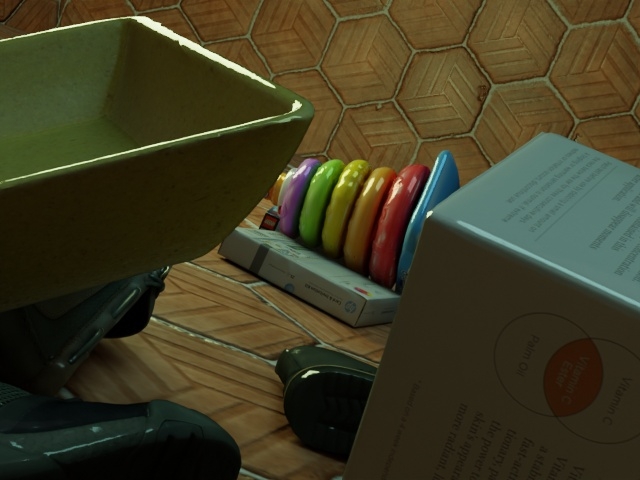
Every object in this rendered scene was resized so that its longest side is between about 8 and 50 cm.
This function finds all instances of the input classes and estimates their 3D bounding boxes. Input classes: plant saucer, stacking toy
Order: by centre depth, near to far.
[{"bbox_3d":[-0.208,-0.034,0.589,0.332,0.081,0.333,-16,24,-19],"label":"plant saucer"},{"bbox_3d":[0.009,-0.047,1.361,0.301,0.166,0.175,19,-34,11],"label":"stacking toy"}]

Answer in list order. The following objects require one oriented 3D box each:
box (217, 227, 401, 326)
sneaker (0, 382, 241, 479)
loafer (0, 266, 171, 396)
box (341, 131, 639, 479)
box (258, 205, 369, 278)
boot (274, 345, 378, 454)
[{"bbox_3d":[-0.008,0.041,1.255,0.186,0.038,0.145,26,7,20],"label":"box"},{"bbox_3d":[-0.136,0.078,0.436,0.227,0.087,0.130,6,25,-49],"label":"sneaker"},{"bbox_3d":[-0.154,0.043,0.706,0.084,0.096,0.267,55,15,1],"label":"loafer"},{"bbox_3d":[0.204,0.123,0.525,0.345,0.215,0.168,27,30,21],"label":"box"},{"bbox_3d":[0.000,0.000,1.526,0.159,0.044,0.233,24,8,1],"label":"box"},{"bbox_3d":[0.063,0.124,0.802,0.197,0.077,0.137,23,3,-11],"label":"boot"}]
